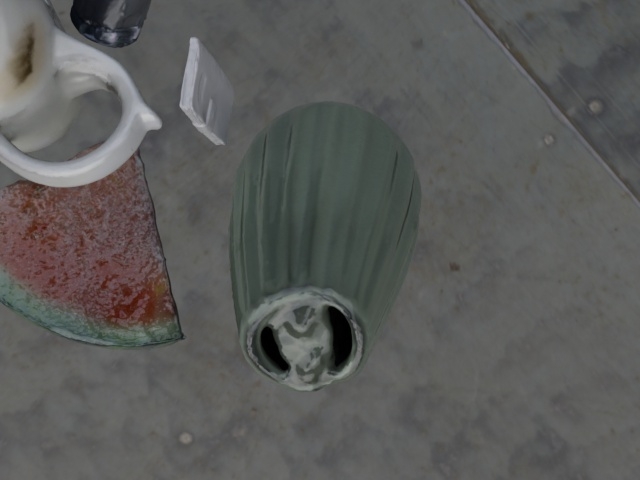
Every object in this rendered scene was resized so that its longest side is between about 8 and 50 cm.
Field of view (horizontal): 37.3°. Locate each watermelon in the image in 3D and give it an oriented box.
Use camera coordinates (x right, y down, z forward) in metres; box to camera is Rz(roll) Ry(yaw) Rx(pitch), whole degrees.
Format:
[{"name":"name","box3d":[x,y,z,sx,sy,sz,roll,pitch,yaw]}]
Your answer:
[{"name":"watermelon","box3d":[-0.210,0.021,0.838,0.207,0.136,0.202,23,121,18]}]

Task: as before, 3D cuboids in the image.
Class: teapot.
[{"name":"teapot","box3d":[-0.224,-0.154,0.660,0.139,0.204,0.298,-25,72,-8]}]

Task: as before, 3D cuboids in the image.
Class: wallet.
[{"name":"wallet","box3d":[-0.067,-0.086,0.563,0.011,0.083,0.044,5,82,8]}]

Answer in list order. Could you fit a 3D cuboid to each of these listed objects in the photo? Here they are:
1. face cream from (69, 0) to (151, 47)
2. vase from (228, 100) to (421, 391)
[{"name":"face cream","box3d":[-0.105,-0.252,0.610,0.071,0.143,0.291,8,140,-23]},{"name":"vase","box3d":[0.000,0.000,0.586,0.128,0.248,0.128,2,116,4]}]
